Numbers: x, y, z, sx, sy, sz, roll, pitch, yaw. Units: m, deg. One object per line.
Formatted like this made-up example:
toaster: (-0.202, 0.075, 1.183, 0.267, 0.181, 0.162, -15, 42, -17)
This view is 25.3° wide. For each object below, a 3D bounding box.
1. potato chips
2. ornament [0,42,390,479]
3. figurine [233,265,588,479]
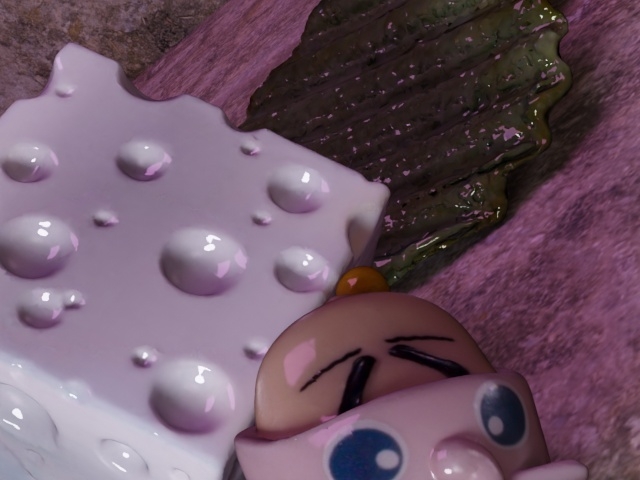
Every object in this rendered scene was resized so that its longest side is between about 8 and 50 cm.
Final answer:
potato chips: (0.033, -0.105, 1.228, 0.429, 0.070, 0.358, -24, 49, 41)
ornament: (-0.124, 0.065, 0.935, 0.240, 0.240, 0.239, -57, -12, -38)
figurine: (0.019, 0.114, 0.773, 0.176, 0.186, 0.287, -21, -3, -8)
